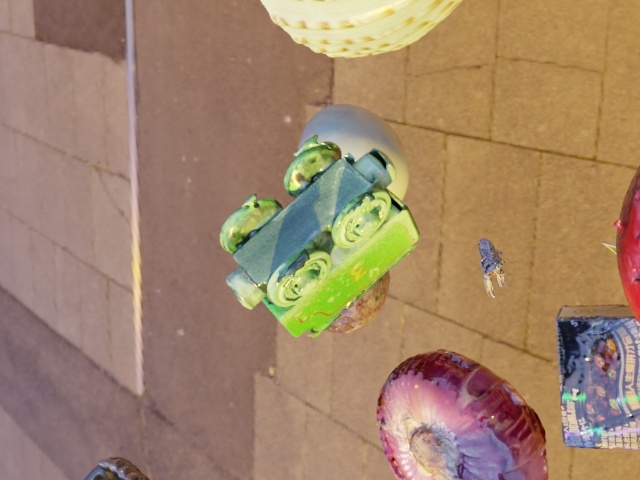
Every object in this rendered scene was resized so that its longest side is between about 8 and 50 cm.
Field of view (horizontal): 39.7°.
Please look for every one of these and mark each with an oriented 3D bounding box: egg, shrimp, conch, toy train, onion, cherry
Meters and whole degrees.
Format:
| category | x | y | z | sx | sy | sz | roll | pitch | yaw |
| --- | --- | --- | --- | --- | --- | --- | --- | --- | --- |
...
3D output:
| category | x | y | z | sx | sy | sz | roll | pitch | yaw |
| --- | --- | --- | --- | --- | --- | --- | --- | --- | --- |
| egg | 0.050 | -0.133 | 1.501 | 0.264 | 0.183 | 0.182 | -113 | 35 | -49 |
| shrimp | 0.255 | 0.037 | 1.305 | 0.029 | 0.038 | 0.092 | 19 | 123 | 55 |
| conch | 0.078 | -0.335 | 0.902 | 0.215 | 0.319 | 0.302 | 16 | 84 | 45 |
| toy train | 0.000 | 0.000 | 1.075 | 0.132 | 0.243 | 0.188 | 45 | 173 | 31 |
| onion | 0.182 | 0.230 | 1.059 | 0.230 | 0.163 | 0.229 | 24 | 120 | 48 |
| cherry | 0.034 | 0.063 | 1.559 | 0.195 | 0.195 | 0.195 | 15 | 110 | 49 |

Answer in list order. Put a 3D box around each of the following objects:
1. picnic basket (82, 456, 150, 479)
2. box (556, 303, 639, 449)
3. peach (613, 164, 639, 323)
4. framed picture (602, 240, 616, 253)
| category | x | y | z | sx | sy | sz | roll | pitch | yaw |
| --- | --- | --- | --- | --- | --- | --- | --- | --- | --- |
| picnic basket | -0.134 | 0.208 | 0.446 | 0.193 | 0.055 | 0.110 | -58 | 21 | -16 |
| box | 0.496 | 0.192 | 1.240 | 0.310 | 0.084 | 0.198 | -3 | 99 | 23 |
| peach | 0.476 | -0.015 | 0.878 | 0.370 | 0.370 | 0.369 | 15 | 110 | 49 |
| framed picture | 0.593 | 0.025 | 1.700 | 0.089 | 0.066 | 0.006 | 20 | 82 | 52 |
